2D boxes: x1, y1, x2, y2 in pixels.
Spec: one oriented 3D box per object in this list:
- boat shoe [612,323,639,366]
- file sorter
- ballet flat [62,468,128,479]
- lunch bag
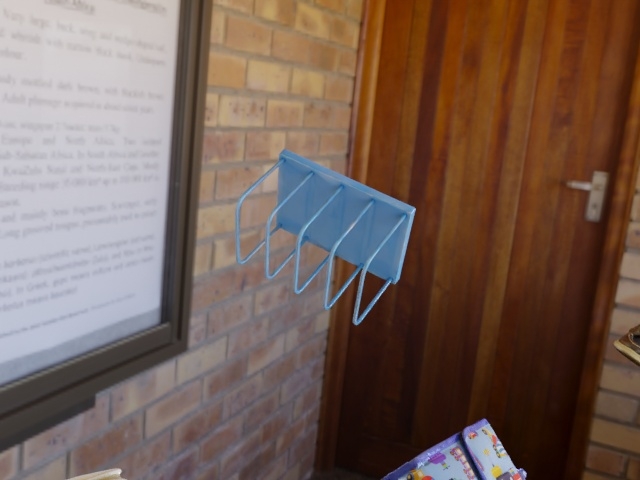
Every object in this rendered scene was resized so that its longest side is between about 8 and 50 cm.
[{"bbox_3d":[0.400,0.127,0.890,0.056,0.049,0.152,41,14,18],"label":"boat shoe"},{"bbox_3d":[0.000,0.000,0.809,0.170,0.118,0.104,26,49,18],"label":"file sorter"},{"bbox_3d":[-0.199,0.331,0.757,0.483,0.182,0.164,37,15,-44],"label":"ballet flat"},{"bbox_3d":[0.232,0.406,1.071,0.293,0.138,0.221,-7,59,-50],"label":"lunch bag"}]
